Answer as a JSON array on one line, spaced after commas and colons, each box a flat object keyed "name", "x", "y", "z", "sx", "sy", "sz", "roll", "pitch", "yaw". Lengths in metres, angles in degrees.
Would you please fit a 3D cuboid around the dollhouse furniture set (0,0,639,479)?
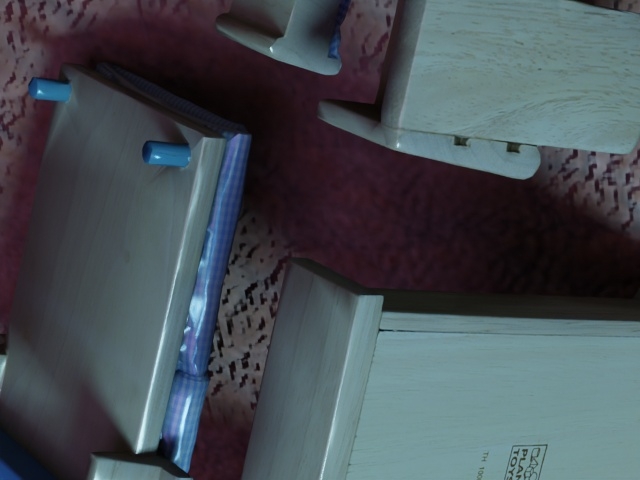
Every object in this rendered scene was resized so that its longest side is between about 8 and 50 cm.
[{"name": "dollhouse furniture set", "x": 0.000, "y": 0.000, "z": 0.778, "sx": 0.303, "sy": 0.198, "sz": 0.286, "roll": 26, "pitch": 108, "yaw": 49}]
